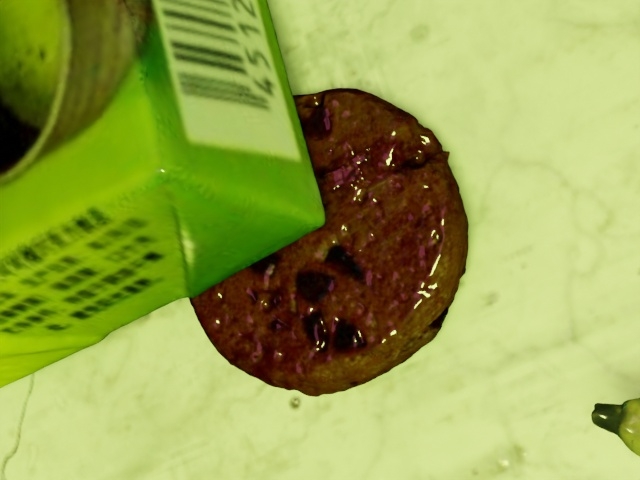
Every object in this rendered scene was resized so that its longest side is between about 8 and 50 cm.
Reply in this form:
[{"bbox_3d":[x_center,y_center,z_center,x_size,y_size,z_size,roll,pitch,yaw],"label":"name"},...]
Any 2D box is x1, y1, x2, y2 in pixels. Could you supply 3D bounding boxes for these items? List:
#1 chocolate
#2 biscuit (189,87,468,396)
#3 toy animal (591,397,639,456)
[{"bbox_3d":[-0.175,-0.093,0.903,0.288,0.137,0.301,-26,67,27],"label":"chocolate"},{"bbox_3d":[0.000,0.000,0.882,0.192,0.049,0.192,-6,78,31],"label":"biscuit"},{"bbox_3d":[0.227,0.156,0.725,0.103,0.101,0.219,-40,69,17],"label":"toy animal"}]
